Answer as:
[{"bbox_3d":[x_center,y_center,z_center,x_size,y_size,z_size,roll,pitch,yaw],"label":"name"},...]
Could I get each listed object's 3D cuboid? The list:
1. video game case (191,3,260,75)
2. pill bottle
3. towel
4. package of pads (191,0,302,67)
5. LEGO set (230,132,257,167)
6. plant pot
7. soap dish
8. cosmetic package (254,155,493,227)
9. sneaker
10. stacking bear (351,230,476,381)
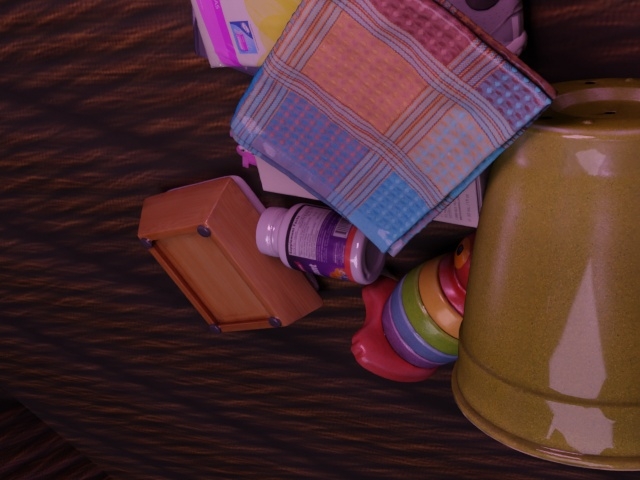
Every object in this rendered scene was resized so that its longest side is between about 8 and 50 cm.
[{"bbox_3d":[-0.055,-0.292,1.369,0.274,0.026,0.196,22,141,15],"label":"video game case"},{"bbox_3d":[0.000,0.000,1.578,0.193,0.108,0.108,11,137,28],"label":"pill bottle"},{"bbox_3d":[0.058,-0.140,1.118,0.271,0.040,0.370,38,147,-3],"label":"towel"},{"bbox_3d":[-0.045,-0.324,1.190,0.296,0.101,0.229,11,123,45],"label":"package of pads"},{"bbox_3d":[-0.010,-0.124,1.474,0.227,0.087,0.093,18,144,11],"label":"LEGO set"},{"bbox_3d":[0.329,0.009,1.150,0.366,0.366,0.353,9,115,30],"label":"plant pot"},{"bbox_3d":[-0.161,0.034,1.730,0.229,0.118,0.291,-9,126,42],"label":"soap dish"},{"bbox_3d":[0.083,-0.128,1.298,0.309,0.160,0.113,11,136,24],"label":"cosmetic package"},{"bbox_3d":[0.133,-0.290,1.194,0.228,0.086,0.132,8,131,17],"label":"sneaker"},{"bbox_3d":[0.199,0.083,1.487,0.164,0.175,0.289,30,137,-17],"label":"stacking bear"}]
